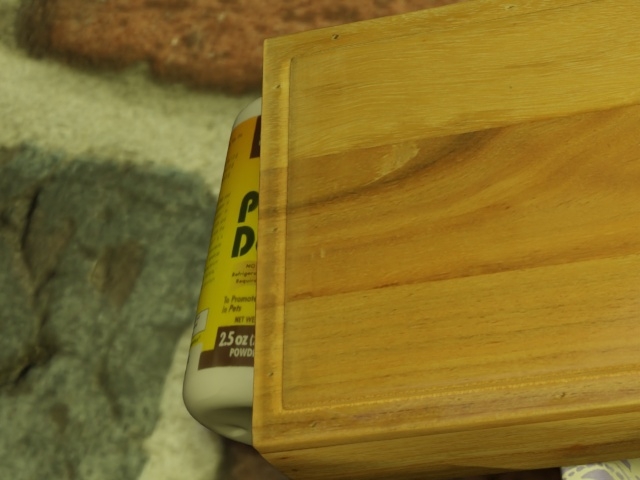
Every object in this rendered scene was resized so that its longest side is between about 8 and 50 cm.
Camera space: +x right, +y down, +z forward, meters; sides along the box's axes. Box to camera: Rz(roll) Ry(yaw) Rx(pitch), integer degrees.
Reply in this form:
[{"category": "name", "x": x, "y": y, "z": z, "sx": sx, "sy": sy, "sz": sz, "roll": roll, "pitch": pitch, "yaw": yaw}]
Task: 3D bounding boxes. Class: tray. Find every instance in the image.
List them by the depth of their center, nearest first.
[{"category": "tray", "x": 0.174, "y": -0.020, "z": 0.763, "sx": 0.410, "sy": 0.076, "sz": 0.203, "roll": -9, "pitch": 63, "yaw": 20}]

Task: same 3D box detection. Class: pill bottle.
[{"category": "pill bottle", "x": 0.000, "y": 0.000, "z": 0.971, "sx": 0.117, "sy": 0.117, "sz": 0.215, "roll": 0, "pitch": 68, "yaw": 23}]

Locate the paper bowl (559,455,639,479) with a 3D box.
[{"category": "paper bowl", "x": 0.258, "y": 0.096, "z": 0.802, "sx": 0.284, "sy": 0.148, "sz": 0.284, "roll": -9, "pitch": 64, "yaw": 20}]
